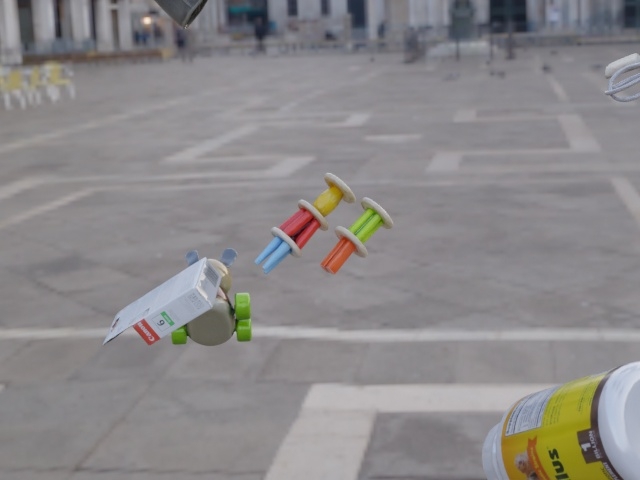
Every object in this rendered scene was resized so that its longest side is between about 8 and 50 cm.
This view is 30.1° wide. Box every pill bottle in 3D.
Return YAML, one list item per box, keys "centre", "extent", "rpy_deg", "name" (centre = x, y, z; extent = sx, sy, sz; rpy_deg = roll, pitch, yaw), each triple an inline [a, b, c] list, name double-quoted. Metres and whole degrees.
- centre: [0.241, 0.187, 1.089]
  extent: [0.117, 0.117, 0.215]
  rpy_deg: [-8, -13, -30]
  name: "pill bottle"

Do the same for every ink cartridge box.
- centre: [-0.150, 0.067, 1.134]
  extent: [0.115, 0.029, 0.063]
  rpy_deg: [-32, 19, 18]
  name: "ink cartridge box"

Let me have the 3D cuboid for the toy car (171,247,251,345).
- centre: [-0.215, 0.096, 2.318]
  extent: [0.155, 0.149, 0.188]
  rpy_deg: [-2, 52, -4]
  name: "toy car"

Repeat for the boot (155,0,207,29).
- centre: [-0.227, -0.408, 1.616]
  extent: [0.076, 0.208, 0.190]
  rpy_deg: [-42, -5, -32]
  name: "boot"

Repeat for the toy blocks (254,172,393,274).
- centre: [0.000, 0.000, 1.480]
  extent: [0.148, 0.054, 0.123]
  rpy_deg: [-46, 54, -11]
  name: "toy blocks"

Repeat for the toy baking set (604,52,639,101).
- centre: [0.444, -0.215, 1.417]
  extent: [0.196, 0.030, 0.256]
  rpy_deg: [-34, 28, 1]
  name: "toy baking set"
